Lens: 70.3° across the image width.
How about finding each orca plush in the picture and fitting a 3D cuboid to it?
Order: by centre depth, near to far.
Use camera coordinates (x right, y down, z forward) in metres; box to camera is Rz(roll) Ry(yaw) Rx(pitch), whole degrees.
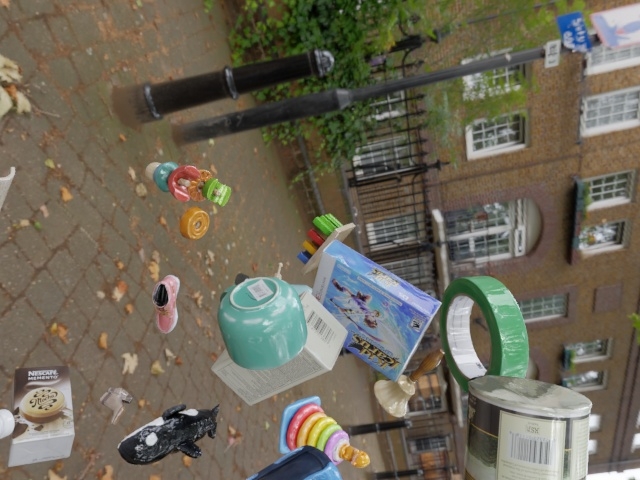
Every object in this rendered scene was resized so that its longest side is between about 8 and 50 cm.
[{"bbox_3d":[-0.300,0.447,0.997,0.102,0.151,0.287,42,-3,25],"label":"orca plush"}]

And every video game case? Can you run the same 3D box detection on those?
[{"bbox_3d":[0.103,0.163,1.032,0.061,0.269,0.244,-40,153,-42],"label":"video game case"}]

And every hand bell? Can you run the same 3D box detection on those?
[{"bbox_3d":[0.282,0.401,1.346,0.126,0.242,0.126,31,26,-17],"label":"hand bell"}]

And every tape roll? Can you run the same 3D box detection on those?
[{"bbox_3d":[0.429,0.258,1.233,0.321,0.077,0.321,177,-90,-79],"label":"tape roll"}]

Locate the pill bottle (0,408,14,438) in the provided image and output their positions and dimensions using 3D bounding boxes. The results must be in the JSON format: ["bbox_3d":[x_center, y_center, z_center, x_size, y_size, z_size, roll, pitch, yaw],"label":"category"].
[{"bbox_3d":[-0.963,0.534,1.252,0.193,0.108,0.108,7,71,-72],"label":"pill bottle"}]

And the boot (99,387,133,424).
[{"bbox_3d":[-0.655,0.517,1.432,0.118,0.087,0.042,-67,171,-59],"label":"boot"}]

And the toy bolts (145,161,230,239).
[{"bbox_3d":[-0.415,-0.137,1.339,0.218,0.158,0.228,-65,154,-9],"label":"toy bolts"}]

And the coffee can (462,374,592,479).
[{"bbox_3d":[0.356,0.401,0.800,0.201,0.202,0.275,20,75,-82],"label":"coffee can"}]

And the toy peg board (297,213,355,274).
[{"bbox_3d":[0.000,0.000,1.272,0.079,0.160,0.161,44,19,10],"label":"toy peg board"}]

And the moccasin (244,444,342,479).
[{"bbox_3d":[-0.121,0.435,0.667,0.137,0.342,0.117,68,-14,-13],"label":"moccasin"}]

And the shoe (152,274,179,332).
[{"bbox_3d":[-0.451,0.191,1.304,0.081,0.063,0.178,-59,160,-79],"label":"shoe"}]

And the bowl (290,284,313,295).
[{"bbox_3d":[-0.080,0.305,1.857,0.311,0.163,0.311,163,-90,-84],"label":"bowl"}]

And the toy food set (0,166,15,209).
[{"bbox_3d":[-0.814,-0.080,0.914,0.306,0.219,0.092,3,41,-54],"label":"toy food set"}]

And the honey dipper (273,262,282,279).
[{"bbox_3d":[-0.152,0.115,1.659,0.160,0.030,0.030,-85,163,-71],"label":"honey dipper"}]

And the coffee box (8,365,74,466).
[{"bbox_3d":[-0.925,0.567,1.505,0.297,0.168,0.119,50,-56,44],"label":"coffee box"}]

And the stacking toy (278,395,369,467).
[{"bbox_3d":[0.027,0.619,1.396,0.175,0.302,0.165,-1,99,-48],"label":"stacking toy"}]

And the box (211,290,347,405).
[{"bbox_3d":[-0.102,0.258,1.055,0.148,0.311,0.121,47,39,-11],"label":"box"}]

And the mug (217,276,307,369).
[{"bbox_3d":[-0.103,0.116,0.698,0.129,0.158,0.097,-69,155,-54],"label":"mug"}]

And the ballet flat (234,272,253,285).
[{"bbox_3d":[-0.218,0.201,1.480,0.095,0.096,0.280,36,27,-39],"label":"ballet flat"}]
